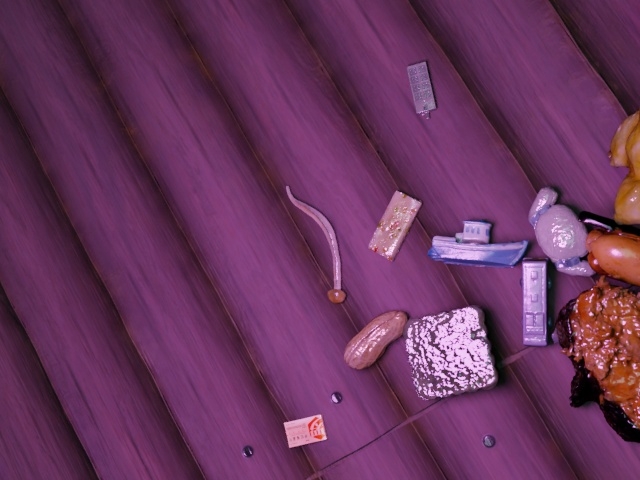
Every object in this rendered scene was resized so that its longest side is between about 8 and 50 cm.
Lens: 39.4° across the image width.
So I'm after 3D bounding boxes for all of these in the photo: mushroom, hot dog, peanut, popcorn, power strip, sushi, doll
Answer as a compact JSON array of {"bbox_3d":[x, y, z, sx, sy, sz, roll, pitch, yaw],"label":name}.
[{"bbox_3d":[0.000,-0.001,2.068,0.068,0.043,0.306,-18,77,-12],"label":"mushroom"},{"bbox_3d":[0.661,0.049,1.798,0.326,0.194,0.107,23,103,16],"label":"hot dog"},{"bbox_3d":[0.126,0.219,1.990,0.174,0.080,0.080,-42,75,3],"label":"peanut"},{"bbox_3d":[0.720,-0.147,1.752,0.325,0.290,0.321,-30,74,-8],"label":"popcorn"},{"bbox_3d":[0.233,-0.342,2.042,0.050,0.019,0.136,-12,81,13],"label":"power strip"},{"bbox_3d":[0.598,0.257,1.786,0.234,0.207,0.349,-33,79,3],"label":"sushi"},{"bbox_3d":[0.513,-0.013,1.901,0.103,0.071,0.214,-30,77,11],"label":"doll"}]

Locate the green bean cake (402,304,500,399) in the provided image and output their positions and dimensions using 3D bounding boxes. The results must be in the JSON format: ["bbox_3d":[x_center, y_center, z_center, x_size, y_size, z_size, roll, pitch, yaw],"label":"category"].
[{"bbox_3d":[0.283,0.242,1.931,0.185,0.094,0.184,-15,81,14],"label":"green bean cake"}]

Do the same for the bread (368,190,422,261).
[{"bbox_3d":[0.169,-0.034,2.026,0.068,0.028,0.154,28,91,18],"label":"bread"}]

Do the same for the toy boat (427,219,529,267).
[{"bbox_3d":[0.343,0.002,1.941,0.215,0.088,0.102,5,82,18],"label":"toy boat"}]

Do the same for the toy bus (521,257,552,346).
[{"bbox_3d":[0.458,0.133,1.895,0.064,0.075,0.191,0,93,15],"label":"toy bus"}]

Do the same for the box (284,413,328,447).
[{"bbox_3d":[-0.034,0.436,2.043,0.093,0.015,0.058,-15,79,15],"label":"box"}]
